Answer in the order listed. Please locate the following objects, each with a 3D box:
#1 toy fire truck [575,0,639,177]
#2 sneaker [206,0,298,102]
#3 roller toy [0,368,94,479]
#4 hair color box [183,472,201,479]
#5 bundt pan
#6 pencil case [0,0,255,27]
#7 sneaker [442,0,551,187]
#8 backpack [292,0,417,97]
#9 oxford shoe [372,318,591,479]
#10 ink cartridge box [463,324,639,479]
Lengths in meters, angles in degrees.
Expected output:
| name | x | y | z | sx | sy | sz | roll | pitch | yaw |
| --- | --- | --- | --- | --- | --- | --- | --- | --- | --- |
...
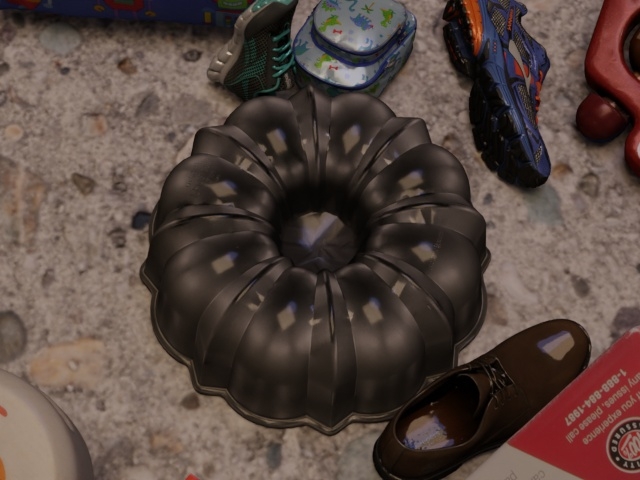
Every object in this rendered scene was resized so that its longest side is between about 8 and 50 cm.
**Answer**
| name | x | y | z | sx | sy | sz | roll | pitch | yaw |
| --- | --- | --- | --- | --- | --- | --- | --- | --- | --- |
| toy fire truck | 0.386 | -0.154 | 1.293 | 0.254 | 0.169 | 0.302 | -45 | 73 | -1 |
| sneaker | -0.047 | -0.179 | 1.276 | 0.076 | 0.166 | 0.065 | 47 | 60 | 3 |
| roller toy | -0.282 | 0.199 | 1.091 | 0.209 | 0.146 | 0.191 | -7 | 77 | -3 |
| hair color box | -0.137 | 0.278 | 1.091 | 0.053 | 0.093 | 0.167 | 35 | 68 | 12 |
| bundt pan | 0.000 | 0.000 | 1.211 | 0.331 | 0.124 | 0.330 | 1 | 66 | -3 |
| pencil case | -0.183 | -0.280 | 1.333 | 0.306 | 0.119 | 0.133 | 5 | 44 | 0 |
| sneaker | 0.190 | -0.155 | 1.317 | 0.087 | 0.083 | 0.221 | -8 | 69 | -15 |
| backpack | 0.028 | -0.193 | 1.322 | 0.105 | 0.084 | 0.114 | 29 | 70 | 13 |
| oxford shoe | 0.151 | 0.135 | 1.172 | 0.227 | 0.096 | 0.083 | -34 | 69 | -18 |
| ink cartridge box | 0.296 | 0.279 | 0.997 | 0.384 | 0.279 | 0.160 | 52 | 31 | 18 |
